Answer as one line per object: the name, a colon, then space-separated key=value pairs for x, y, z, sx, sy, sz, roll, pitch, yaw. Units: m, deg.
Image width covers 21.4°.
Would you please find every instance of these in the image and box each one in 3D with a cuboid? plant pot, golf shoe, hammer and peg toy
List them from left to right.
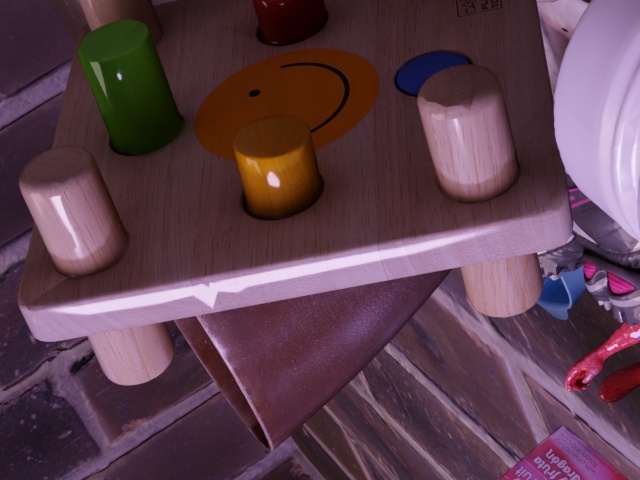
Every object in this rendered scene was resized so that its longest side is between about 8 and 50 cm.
hammer and peg toy: x=-0.006 y=-0.097 z=0.878 sx=0.361 sy=0.266 sz=0.127 roll=-87 pitch=-16 yaw=-51
plant pot: x=0.000 y=0.000 z=1.232 sx=0.215 sy=0.230 sz=0.215 roll=55 pitch=171 yaw=13
golf shoe: x=0.160 y=-0.033 z=1.032 sx=0.273 sy=0.105 sz=0.120 roll=16 pitch=123 yaw=66

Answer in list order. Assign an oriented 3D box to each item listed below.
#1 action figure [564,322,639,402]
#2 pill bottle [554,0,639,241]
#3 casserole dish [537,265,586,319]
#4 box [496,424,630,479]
action figure: x=0.207 y=0.103 z=1.069 sx=0.091 sy=0.139 sz=0.280 roll=53 pitch=167 yaw=14
pill bottle: x=0.217 y=-0.006 z=0.605 sx=0.283 sy=0.161 sz=0.161 roll=45 pitch=164 yaw=50
casserole dish: x=0.141 y=-0.030 z=1.234 sx=0.188 sy=0.037 sz=0.114 roll=58 pitch=169 yaw=-8
box: x=0.201 y=0.258 z=1.068 sx=0.257 sy=0.122 sz=0.128 roll=42 pitch=158 yaw=30
